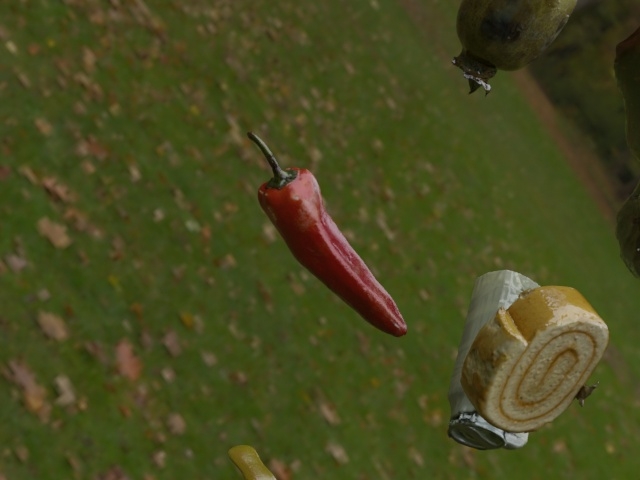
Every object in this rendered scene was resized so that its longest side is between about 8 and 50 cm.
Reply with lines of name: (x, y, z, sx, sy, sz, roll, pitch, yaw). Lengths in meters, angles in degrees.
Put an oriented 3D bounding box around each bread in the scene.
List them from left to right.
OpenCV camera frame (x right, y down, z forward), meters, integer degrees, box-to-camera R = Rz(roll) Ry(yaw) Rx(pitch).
bread: (0.205, 0.117, 1.473, 0.122, 0.149, 0.073, 14, 25, -30)

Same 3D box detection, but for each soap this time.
soap: (-0.079, 0.263, 1.763, 0.089, 0.034, 0.012, 45, -39, 49)

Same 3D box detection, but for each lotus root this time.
lotus root: (0.283, -0.336, 2.333, 0.154, 0.278, 0.154, 30, 23, -14)

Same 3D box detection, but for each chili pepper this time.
chili pepper: (0.000, 0.000, 1.562, 0.272, 0.063, 0.071, 54, -10, -20)

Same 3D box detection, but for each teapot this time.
teapot: (0.208, 0.145, 1.748, 0.107, 0.077, 0.200, 34, 58, -28)

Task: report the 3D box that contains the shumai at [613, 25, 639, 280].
shumai: (0.475, -0.148, 1.734, 0.323, 0.397, 0.324, 57, 29, -20)
